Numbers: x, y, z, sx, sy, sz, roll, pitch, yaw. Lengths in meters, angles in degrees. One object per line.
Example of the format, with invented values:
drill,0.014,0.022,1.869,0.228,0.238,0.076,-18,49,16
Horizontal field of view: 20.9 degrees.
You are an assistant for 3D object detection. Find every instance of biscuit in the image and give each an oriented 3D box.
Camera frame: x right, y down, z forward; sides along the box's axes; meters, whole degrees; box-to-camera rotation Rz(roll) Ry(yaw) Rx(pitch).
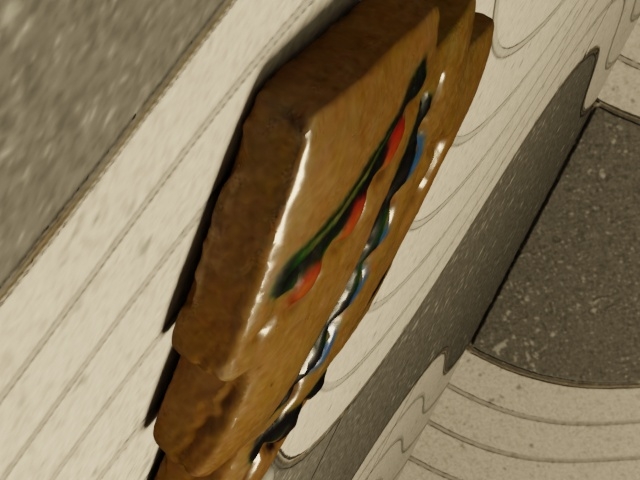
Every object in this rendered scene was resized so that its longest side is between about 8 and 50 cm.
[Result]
biscuit,0.001,0.001,0.706,0.278,0.043,0.301,-60,171,-6

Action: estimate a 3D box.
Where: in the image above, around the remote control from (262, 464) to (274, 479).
remote control,-0.073,0.223,1.046,0.067,0.029,0.261,-52,165,-42
